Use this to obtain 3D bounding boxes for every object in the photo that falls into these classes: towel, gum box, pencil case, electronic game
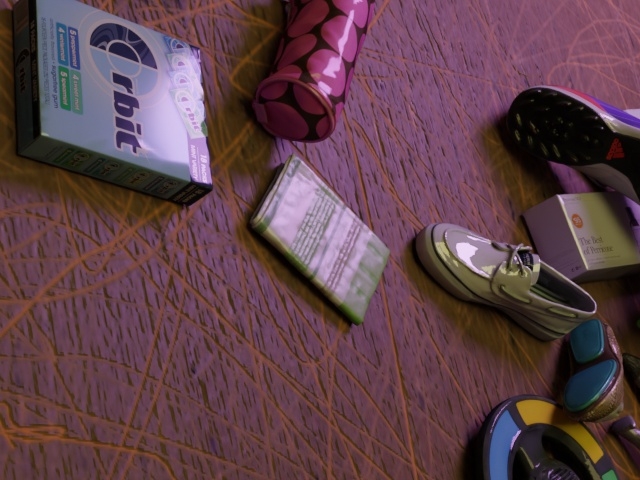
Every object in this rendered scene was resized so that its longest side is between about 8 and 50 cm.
[{"bbox_3d":[0.000,0.000,1.518,0.152,0.023,0.113,46,43,-19],"label":"towel"},{"bbox_3d":[-0.185,-0.127,1.385,0.184,0.041,0.157,16,55,-39],"label":"gum box"},{"bbox_3d":[-0.009,-0.192,1.578,0.095,0.098,0.209,86,15,-44],"label":"pencil case"},{"bbox_3d":[0.240,0.265,1.572,0.229,0.048,0.229,26,48,-34],"label":"electronic game"}]

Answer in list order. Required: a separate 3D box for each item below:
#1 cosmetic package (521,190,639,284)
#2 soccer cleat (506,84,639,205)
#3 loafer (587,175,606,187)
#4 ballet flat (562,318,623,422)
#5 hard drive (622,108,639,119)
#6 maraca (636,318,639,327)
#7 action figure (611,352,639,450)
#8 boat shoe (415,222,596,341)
[{"bbox_3d":[0.345,-0.007,1.850,0.239,0.060,0.099,-6,69,-48],"label":"cosmetic package"},{"bbox_3d":[0.376,-0.098,1.826,0.318,0.108,0.116,27,21,13],"label":"soccer cleat"},{"bbox_3d":[0.333,-0.125,1.931,0.125,0.039,0.045,56,38,-2],"label":"loafer"},{"bbox_3d":[0.303,0.154,1.667,0.067,0.073,0.206,58,23,-15],"label":"ballet flat"},{"bbox_3d":[0.515,-0.041,2.027,0.203,0.040,0.307,-8,62,-47],"label":"hard drive"},{"bbox_3d":[0.441,0.058,1.823,0.186,0.127,0.099,-28,85,-52],"label":"maraca"},{"bbox_3d":[0.515,0.223,1.797,0.330,0.178,0.341,49,64,-18],"label":"action figure"},{"bbox_3d":[0.205,0.032,1.664,0.226,0.076,0.083,27,48,-33],"label":"boat shoe"}]
